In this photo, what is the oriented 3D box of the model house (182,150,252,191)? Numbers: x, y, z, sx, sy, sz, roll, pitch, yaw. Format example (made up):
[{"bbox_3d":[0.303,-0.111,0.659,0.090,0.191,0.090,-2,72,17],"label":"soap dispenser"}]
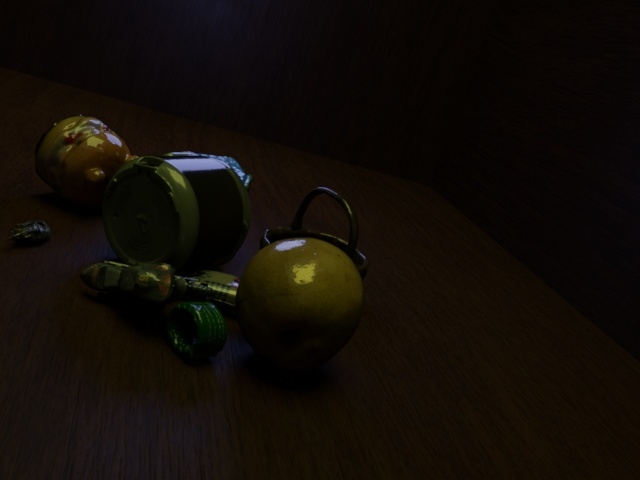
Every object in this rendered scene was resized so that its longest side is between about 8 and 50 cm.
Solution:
[{"bbox_3d":[-0.335,-0.118,2.119,0.216,0.237,0.303,5,24,-36],"label":"model house"}]

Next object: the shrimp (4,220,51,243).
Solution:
[{"bbox_3d":[-0.736,-0.020,1.694,0.065,0.056,0.165,39,12,11],"label":"shrimp"}]

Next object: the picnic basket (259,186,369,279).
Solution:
[{"bbox_3d":[0.000,0.000,1.974,0.337,0.337,0.293,4,23,-39],"label":"picnic basket"}]

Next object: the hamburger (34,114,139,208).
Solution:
[{"bbox_3d":[-0.682,-0.222,2.029,0.237,0.276,0.276,28,19,19],"label":"hamburger"}]

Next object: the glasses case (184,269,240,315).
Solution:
[{"bbox_3d":[-0.190,0.148,1.723,0.328,0.076,0.125,17,19,-4],"label":"glasses case"}]

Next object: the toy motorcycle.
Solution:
[{"bbox_3d":[-0.390,0.096,1.521,0.307,0.108,0.173,2,-11,32],"label":"toy motorcycle"}]

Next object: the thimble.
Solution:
[{"bbox_3d":[-0.265,0.192,1.453,0.090,0.118,0.130,5,49,-48],"label":"thimble"}]

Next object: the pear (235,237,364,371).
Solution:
[{"bbox_3d":[-0.047,0.142,1.523,0.314,0.314,0.314,17,17,-6],"label":"pear"}]

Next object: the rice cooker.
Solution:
[{"bbox_3d":[-0.377,-0.075,1.807,0.335,0.335,0.325,27,20,23],"label":"rice cooker"}]
